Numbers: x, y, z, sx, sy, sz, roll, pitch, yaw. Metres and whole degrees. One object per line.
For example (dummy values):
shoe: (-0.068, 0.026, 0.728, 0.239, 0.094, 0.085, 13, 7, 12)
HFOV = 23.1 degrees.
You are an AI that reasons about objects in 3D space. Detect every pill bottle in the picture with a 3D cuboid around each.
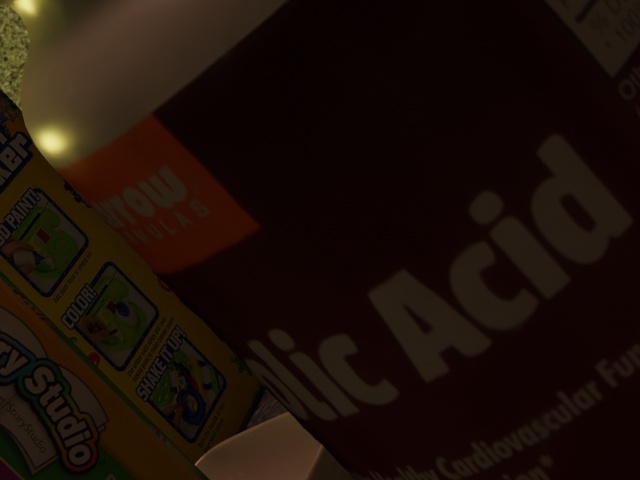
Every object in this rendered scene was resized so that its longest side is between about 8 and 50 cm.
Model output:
pill bottle: (0.036, -0.047, 0.576, 0.224, 0.392, 0.224, -39, 15, 13)

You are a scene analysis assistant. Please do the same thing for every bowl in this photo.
bowl: (-0.037, 0.159, 0.848, 0.142, 0.053, 0.142, -30, 20, 42)

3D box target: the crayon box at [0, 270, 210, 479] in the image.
crayon box: (-0.123, 0.143, 0.675, 0.165, 0.278, 0.081, -45, 16, -9)

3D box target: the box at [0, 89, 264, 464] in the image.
box: (-0.247, 0.103, 1.096, 0.290, 0.279, 0.177, -30, 20, 37)
